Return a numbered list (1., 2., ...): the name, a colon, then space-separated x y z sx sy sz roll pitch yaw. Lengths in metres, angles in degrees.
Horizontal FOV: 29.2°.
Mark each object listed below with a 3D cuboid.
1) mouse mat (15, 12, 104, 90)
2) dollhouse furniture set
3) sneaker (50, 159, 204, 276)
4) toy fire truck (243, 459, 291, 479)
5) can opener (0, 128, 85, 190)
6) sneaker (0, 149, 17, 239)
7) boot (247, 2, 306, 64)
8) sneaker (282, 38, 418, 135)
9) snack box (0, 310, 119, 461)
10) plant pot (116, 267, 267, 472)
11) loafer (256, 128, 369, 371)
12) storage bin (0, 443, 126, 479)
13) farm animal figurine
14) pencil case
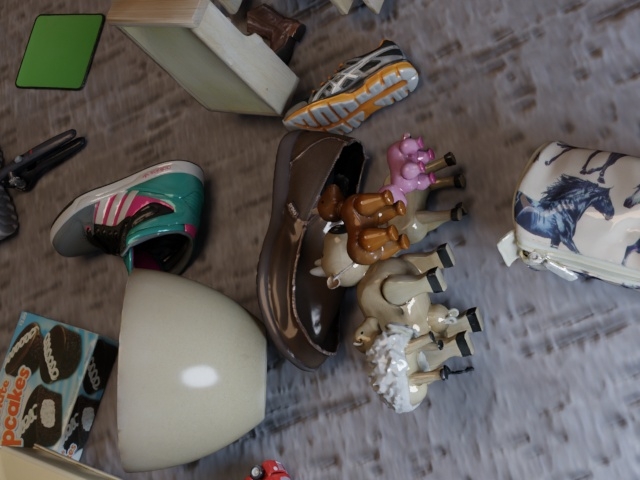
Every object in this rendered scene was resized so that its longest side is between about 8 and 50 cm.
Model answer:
1. mouse mat: -0.482 -0.349 2.269 0.190 0.007 0.152 7 77 37
2. dollhouse furniture set: -0.111 -0.423 1.850 0.362 0.256 0.394 9 69 36
3. sneaker: -0.306 0.007 1.947 0.296 0.124 0.178 -25 51 24
4. toy fire truck: -0.099 0.410 1.692 0.192 0.047 0.135 -43 55 13
5. can opener: -0.497 -0.146 2.168 0.186 0.059 0.073 -27 59 24
6. sneaker: -0.641 -0.107 2.223 0.115 0.105 0.281 -33 57 20
7. boot: -0.090 -0.323 1.969 0.114 0.037 0.106 32 82 36
8. sneaker: 0.040 -0.221 1.819 0.215 0.084 0.083 -25 58 14
9. snack box: -0.455 0.288 1.974 0.187 0.060 0.321 12 80 36
10. plant pot: -0.171 0.183 1.717 0.191 0.284 0.284 2 70 -1
11. loafer: 0.000 0.000 1.723 0.130 0.134 0.365 -12 67 31
12. storage bin: -0.384 0.456 1.786 0.262 0.123 0.260 17 83 22
13. farm animal figurine: 0.090 0.038 1.601 0.172 0.330 0.326 -17 92 26
14. pencil case: 0.418 0.005 1.415 0.410 0.160 0.183 17 66 37
